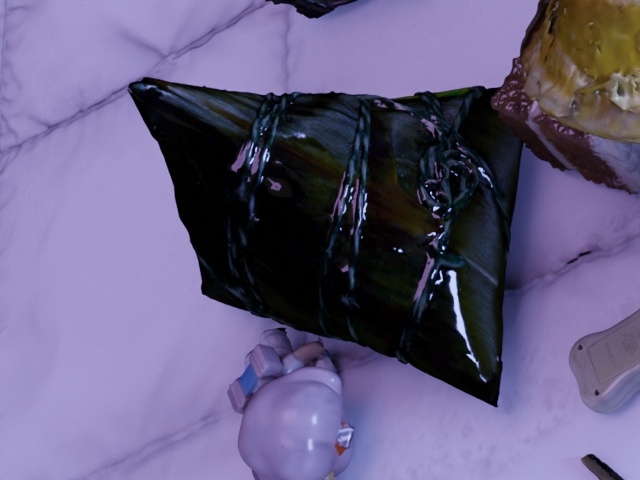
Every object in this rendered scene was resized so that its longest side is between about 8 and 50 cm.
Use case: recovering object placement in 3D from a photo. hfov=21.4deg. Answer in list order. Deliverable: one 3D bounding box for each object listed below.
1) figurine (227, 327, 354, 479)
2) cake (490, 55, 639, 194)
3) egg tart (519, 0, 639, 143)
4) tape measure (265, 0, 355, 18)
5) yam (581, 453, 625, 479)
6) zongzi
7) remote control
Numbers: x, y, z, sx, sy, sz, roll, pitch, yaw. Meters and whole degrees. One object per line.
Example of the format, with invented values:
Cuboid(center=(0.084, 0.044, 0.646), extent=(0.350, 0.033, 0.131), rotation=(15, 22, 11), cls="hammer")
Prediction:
Cuboid(center=(-0.029, 0.165, 1.609), extent=(0.137, 0.112, 0.229), rotation=(-49, 33, 17), cls="figurine")
Cuboid(center=(0.254, -0.126, 1.494), extent=(0.147, 0.134, 0.135), rotation=(26, 83, 37), cls="cake")
Cuboid(center=(0.285, -0.199, 1.332), extent=(0.295, 0.116, 0.295), rotation=(-20, 39, 18), cls="egg tart")
Cuboid(center=(0.073, -0.369, 1.804), extent=(0.231, 0.133, 0.271), rotation=(7, 73, 53), cls="tape measure")
Cuboid(center=(0.251, 0.205, 1.387), extent=(0.014, 0.014, 0.107), rotation=(-55, 42, 4), cls="yam")
Cuboid(center=(0.000, 0.000, 1.627), extent=(0.383, 0.362, 0.319), rotation=(15, 63, 2), cls="zongzi")
Cuboid(center=(0.268, 0.093, 1.422), extent=(0.122, 0.032, 0.074), rotation=(-34, 48, 24), cls="remote control")
